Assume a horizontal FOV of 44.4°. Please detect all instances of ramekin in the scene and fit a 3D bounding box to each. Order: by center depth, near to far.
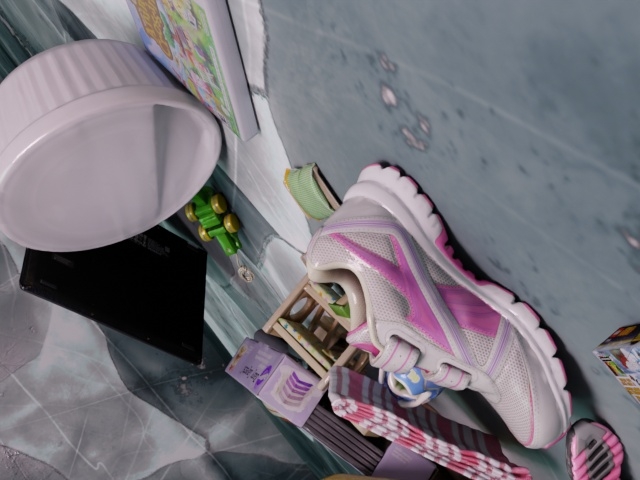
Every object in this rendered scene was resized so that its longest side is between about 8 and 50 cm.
[{"bbox_3d":[-0.263,-0.115,0.922,0.127,0.273,0.273,59,168,23],"label":"ramekin"}]

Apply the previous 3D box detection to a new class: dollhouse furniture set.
[{"bbox_3d":[0.000,0.000,0.783,0.151,0.059,0.076,55,164,-13],"label":"dollhouse furniture set"},{"bbox_3d":[0.055,0.137,0.942,0.182,0.101,0.161,42,-174,30],"label":"dollhouse furniture set"}]

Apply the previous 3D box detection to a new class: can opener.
[{"bbox_3d":[-0.037,0.171,1.298,0.283,0.076,0.095,-163,70,-65],"label":"can opener"}]

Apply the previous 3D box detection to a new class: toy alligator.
[{"bbox_3d":[-0.146,-0.021,1.179,0.189,0.056,0.051,60,-155,-31],"label":"toy alligator"}]

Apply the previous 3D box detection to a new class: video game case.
[{"bbox_3d":[-0.142,-0.218,0.765,0.193,0.023,0.212,44,163,26],"label":"video game case"}]

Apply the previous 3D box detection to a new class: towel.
[{"bbox_3d":[0.098,0.177,0.764,0.197,0.029,0.144,26,-179,-3],"label":"towel"}]

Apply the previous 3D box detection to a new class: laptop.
[{"bbox_3d":[-0.436,0.036,1.510,0.382,0.236,0.407,33,-140,-39],"label":"laptop"}]

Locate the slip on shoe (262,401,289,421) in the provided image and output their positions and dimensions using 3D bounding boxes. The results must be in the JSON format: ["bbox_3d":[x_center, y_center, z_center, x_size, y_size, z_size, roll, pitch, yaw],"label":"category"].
[{"bbox_3d":[-0.006,0.282,1.344,0.101,0.123,0.331,54,160,-23],"label":"slip on shoe"}]

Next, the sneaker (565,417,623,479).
[{"bbox_3d":[0.212,0.179,0.623,0.119,0.047,0.057,63,173,-31],"label":"sneaker"}]

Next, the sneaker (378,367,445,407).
[{"bbox_3d":[0.086,0.115,0.756,0.080,0.081,0.211,47,165,10],"label":"sneaker"}]

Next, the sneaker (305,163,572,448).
[{"bbox_3d":[0.081,0.067,0.603,0.252,0.111,0.103,48,164,11],"label":"sneaker"}]

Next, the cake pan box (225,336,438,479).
[{"bbox_3d":[0.004,0.231,1.039,0.246,0.070,0.267,37,169,-12],"label":"cake pan box"}]

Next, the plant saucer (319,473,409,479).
[{"bbox_3d":[0.144,0.368,0.922,0.333,0.081,0.332,1,140,18],"label":"plant saucer"}]

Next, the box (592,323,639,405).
[{"bbox_3d":[0.205,0.084,0.411,0.094,0.027,0.137,50,174,8],"label":"box"}]

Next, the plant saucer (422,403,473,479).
[{"bbox_3d":[0.153,0.281,1.026,0.198,0.036,0.198,47,164,19],"label":"plant saucer"}]
